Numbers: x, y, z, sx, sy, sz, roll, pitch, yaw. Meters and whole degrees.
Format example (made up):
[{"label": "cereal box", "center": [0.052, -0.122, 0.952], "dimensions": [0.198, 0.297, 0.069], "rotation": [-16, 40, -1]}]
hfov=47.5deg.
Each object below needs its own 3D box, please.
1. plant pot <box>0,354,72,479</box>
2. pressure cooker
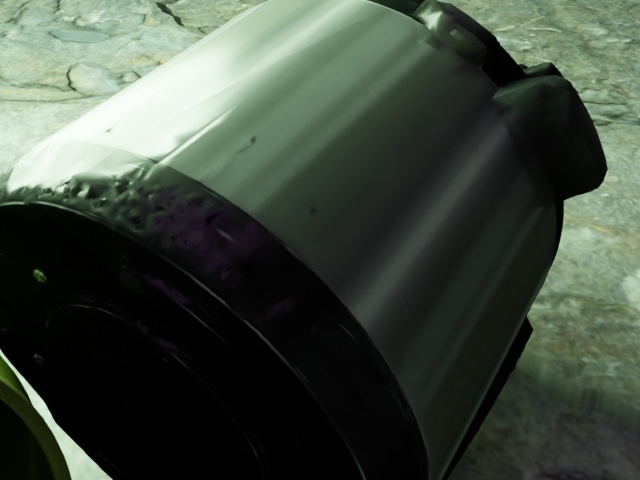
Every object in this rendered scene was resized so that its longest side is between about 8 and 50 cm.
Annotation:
[{"label": "plant pot", "center": [-0.401, 0.125, 0.529], "dimensions": [0.367, 0.366, 0.353], "rotation": [-21, 33, -20]}, {"label": "pressure cooker", "center": [-0.002, -0.005, 0.594], "dimensions": [0.370, 0.375, 0.420], "rotation": [27, 48, 16]}]
